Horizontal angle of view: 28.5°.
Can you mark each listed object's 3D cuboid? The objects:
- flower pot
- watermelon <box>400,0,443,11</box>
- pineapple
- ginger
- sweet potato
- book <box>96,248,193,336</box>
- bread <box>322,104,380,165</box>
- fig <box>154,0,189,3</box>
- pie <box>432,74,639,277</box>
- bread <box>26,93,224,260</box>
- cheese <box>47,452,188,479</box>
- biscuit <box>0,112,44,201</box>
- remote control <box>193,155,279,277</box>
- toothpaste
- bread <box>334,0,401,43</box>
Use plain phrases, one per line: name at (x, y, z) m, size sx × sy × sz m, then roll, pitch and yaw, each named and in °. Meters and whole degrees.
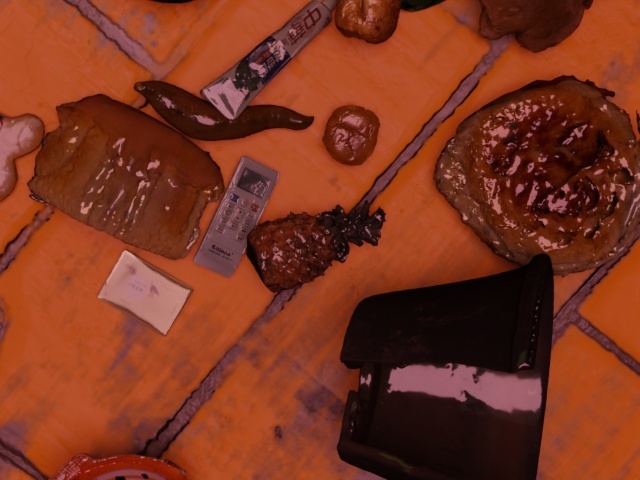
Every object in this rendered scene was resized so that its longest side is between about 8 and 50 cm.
flower pot at (0.167, 0.194, 1.651) m, size 0.251 × 0.379 × 0.379 m, roll 4°, pitch 93°, yaw 15°
watermelon at (0.164, -0.374, 1.729) m, size 0.101 × 0.080 × 0.155 m, roll 33°, pitch 87°, yaw -42°
pineapple at (0.000, 0.000, 1.708) m, size 0.198 × 0.108 × 0.108 m, roll -19°, pitch 95°, yaw -10°
ginger at (0.326, -0.364, 1.705) m, size 0.270 × 0.123 × 0.218 m, roll -3°, pitch 116°, yaw -14°
sweet potato at (-0.133, -0.165, 1.707) m, size 0.250 × 0.059 × 0.069 m, roll 10°, pitch 83°, yaw -11°
book at (-0.241, 0.072, 1.730) m, size 0.111 × 0.014 × 0.077 m, roll 31°, pitch 90°, yaw -7°
bread at (0.042, -0.146, 1.728) m, size 0.083 × 0.046 × 0.081 m, roll -43°, pitch 99°, yaw -3°
fig at (-0.200, -0.410, 1.596) m, size 0.203 × 0.235 × 0.203 m, roll 0°, pitch 91°, yaw -1°
pie at (0.322, -0.082, 1.740) m, size 0.308 × 0.085 × 0.308 m, roll 0°, pitch 94°, yaw -7°
bread at (-0.258, -0.083, 1.659) m, size 0.252 × 0.133 × 0.174 m, roll 28°, pitch 93°, yaw -7°
cheese at (-0.236, 0.405, 1.697) m, size 0.217 × 0.129 × 0.329 m, roll -40°, pitch 114°, yaw 4°
biscuit at (-0.501, -0.147, 1.685) m, size 0.234 × 0.030 × 0.153 m, roll 28°, pitch 89°, yaw -7°
remote control at (-0.117, -0.033, 1.728) m, size 0.061 × 0.029 × 0.162 m, roll 27°, pitch 87°, yaw -19°
toothpaste at (-0.060, -0.255, 1.700) m, size 0.233 × 0.038 × 0.060 m, roll -44°, pitch 90°, yaw -12°
bread at (0.074, -0.370, 1.688) m, size 0.083 × 0.114 × 0.211 m, roll 9°, pitch 93°, yaw 10°
